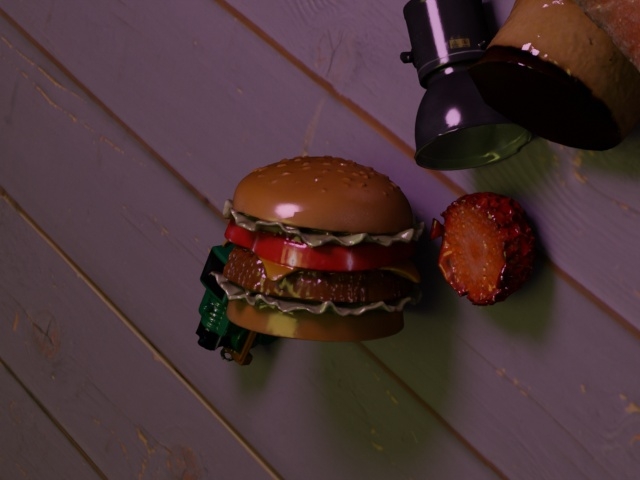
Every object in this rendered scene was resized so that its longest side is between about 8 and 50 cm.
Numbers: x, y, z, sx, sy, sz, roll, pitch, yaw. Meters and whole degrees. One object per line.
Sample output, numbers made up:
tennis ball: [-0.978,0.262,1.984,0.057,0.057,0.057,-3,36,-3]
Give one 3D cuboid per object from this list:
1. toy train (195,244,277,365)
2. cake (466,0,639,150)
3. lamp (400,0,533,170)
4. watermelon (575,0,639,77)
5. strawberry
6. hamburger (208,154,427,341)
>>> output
toy train: [-0.112,0.078,2.426,0.091,0.136,0.228,45,122,35]
cake: [0.288,-0.218,1.936,0.185,0.207,0.178,118,177,-77]
lamp: [0.160,-0.213,2.116,0.172,0.147,0.227,127,134,-64]
watermelon: [0.350,-0.341,1.819,0.302,0.264,0.151,49,141,19]
strawberry: [0.205,0.010,2.112,0.145,0.086,0.145,4,96,48]
hamburger: [0.000,0.000,2.196,0.274,0.274,0.212,14,104,45]
